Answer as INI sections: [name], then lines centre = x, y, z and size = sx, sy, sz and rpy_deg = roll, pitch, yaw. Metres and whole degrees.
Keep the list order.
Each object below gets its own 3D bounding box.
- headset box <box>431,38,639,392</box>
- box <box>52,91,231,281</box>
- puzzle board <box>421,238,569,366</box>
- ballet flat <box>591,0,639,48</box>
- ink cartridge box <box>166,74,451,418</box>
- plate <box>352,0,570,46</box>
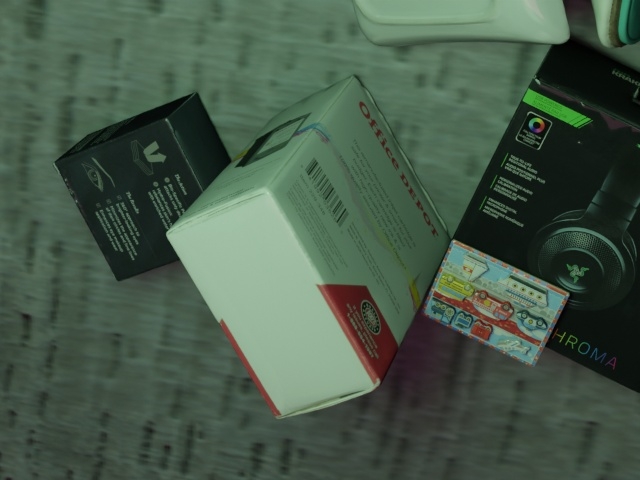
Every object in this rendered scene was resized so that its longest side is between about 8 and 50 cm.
[headset box]
centre = 0.285, -0.034, 1.442
size = 0.246, 0.131, 0.283
rpy_deg = 28, 123, 6
[box]
centre = -0.183, -0.059, 1.609
size = 0.158, 0.093, 0.156
rpy_deg = -18, 108, 25
[puzzle board]
centre = 0.174, 0.064, 1.451
size = 0.128, 0.011, 0.096
rpy_deg = 25, 123, 8
[ballet flat]
centre = 0.297, -0.378, 1.304
size = 0.139, 0.139, 0.400
rpy_deg = 19, 114, 8
[ink cartridge box]
centre = 0.000, 0.000, 1.459
size = 0.131, 0.306, 0.226
rpy_deg = -23, 106, 26
[plate]
centre = 0.089, -0.307, 1.355
size = 0.277, 0.045, 0.278
rpy_deg = 10, 124, 51
